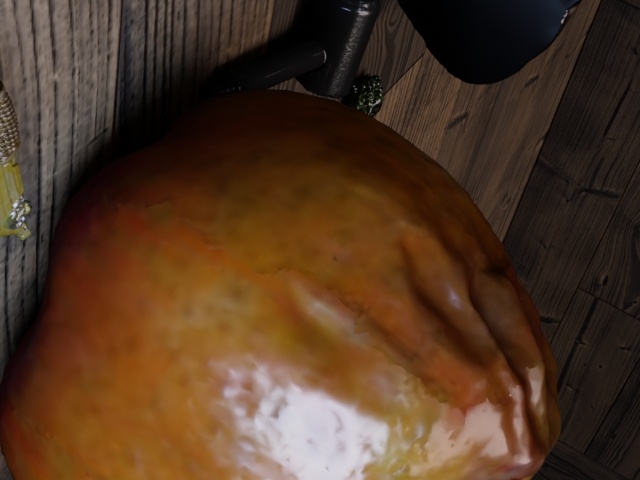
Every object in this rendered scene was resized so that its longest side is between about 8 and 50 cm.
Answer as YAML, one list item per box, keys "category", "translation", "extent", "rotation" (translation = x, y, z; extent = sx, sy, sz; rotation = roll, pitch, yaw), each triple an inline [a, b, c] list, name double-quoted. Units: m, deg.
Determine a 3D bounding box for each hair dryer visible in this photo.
- category: "hair dryer"
  translation: [-0.035, -0.185, 1.183]
  extent: [0.248, 0.070, 0.114]
  rotation: [-28, 146, -50]

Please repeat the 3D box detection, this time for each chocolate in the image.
- category: "chocolate"
  translation: [0.217, -0.370, 1.374]
  extent: [0.210, 0.225, 0.340]
  rotation: [-63, 173, -56]

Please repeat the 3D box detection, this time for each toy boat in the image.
- category: "toy boat"
  translation: [-0.217, -0.047, 0.808]
  extent: [0.049, 0.047, 0.149]
  rotation: [-40, 153, -27]

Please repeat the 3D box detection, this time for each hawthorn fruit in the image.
- category: "hawthorn fruit"
  translation: [-0.017, 0.105, 1.036]
  extent: [0.472, 0.472, 0.472]
  rotation: [-55, 164, -23]

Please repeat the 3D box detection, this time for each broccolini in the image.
- category: "broccolini"
  translation: [0.012, -0.099, 1.496]
  extent: [0.071, 0.057, 0.254]
  rotation: [42, 68, -31]
